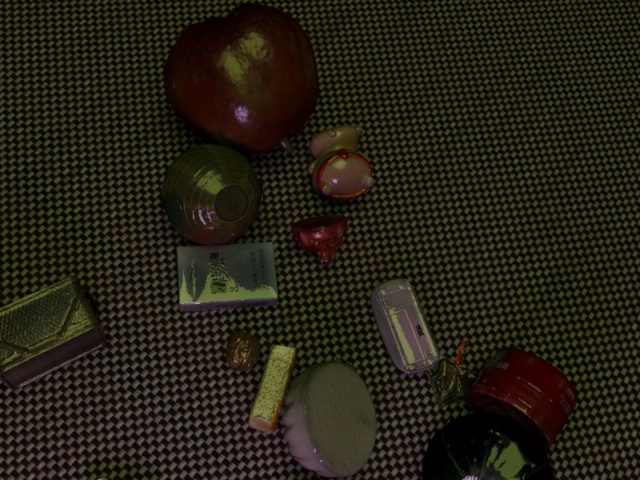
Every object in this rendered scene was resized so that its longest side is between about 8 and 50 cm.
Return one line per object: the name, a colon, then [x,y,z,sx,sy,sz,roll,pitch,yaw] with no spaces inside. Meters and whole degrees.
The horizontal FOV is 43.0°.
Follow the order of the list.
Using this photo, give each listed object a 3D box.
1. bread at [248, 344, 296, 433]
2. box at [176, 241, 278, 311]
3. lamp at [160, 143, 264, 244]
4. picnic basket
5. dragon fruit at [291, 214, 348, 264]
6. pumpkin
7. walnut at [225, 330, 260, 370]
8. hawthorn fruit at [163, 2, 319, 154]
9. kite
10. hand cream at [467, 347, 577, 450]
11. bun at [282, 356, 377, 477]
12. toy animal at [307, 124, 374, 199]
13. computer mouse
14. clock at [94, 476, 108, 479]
bread: [-0.108,0.342,1.881,0.068,0.125,0.188,17,66,1]
box: [-0.232,0.088,2.003,0.242,0.067,0.155,-2,66,-9]
lamp: [-0.282,-0.119,1.999,0.250,0.250,0.284,-37,33,-20]
picnic basket: [-0.627,0.209,1.845,0.266,0.165,0.139,-27,73,-18]
dragon fruit: [0.000,0.000,2.059,0.153,0.153,0.111,-7,102,-11]
pumpkin: [0.381,0.524,1.822,0.295,0.296,0.296,3,67,-7]
walnut: [-0.185,0.261,1.933,0.079,0.082,0.096,28,62,-26]
hawthorn fruit: [-0.177,-0.388,2.056,0.402,0.403,0.403,3,67,-7]
kite: [0.323,0.327,2.009,0.232,0.009,0.189,27,67,4]
hand cream: [0.473,0.371,1.898,0.230,0.230,0.149,40,68,9]
bun: [-0.009,0.413,1.853,0.263,0.175,0.263,26,54,-41]
toy animal: [0.053,-0.196,2.117,0.171,0.171,0.198,-6,61,-10]
computer mouse: [0.210,0.212,2.016,0.125,0.056,0.245,-17,70,-12]
clock: [-0.436,0.607,1.763,0.191,0.062,0.151,29,68,5]
